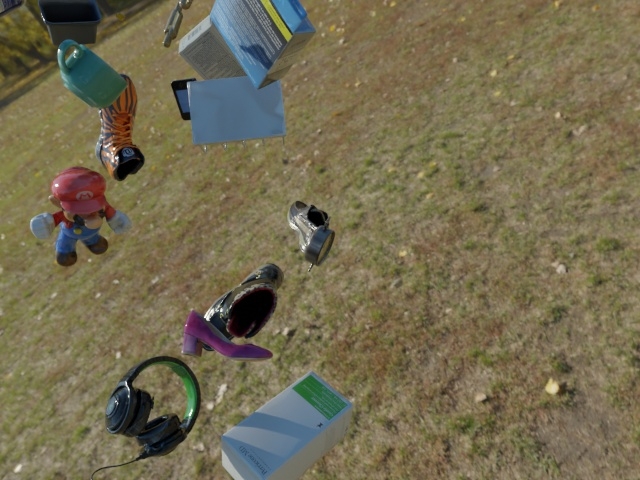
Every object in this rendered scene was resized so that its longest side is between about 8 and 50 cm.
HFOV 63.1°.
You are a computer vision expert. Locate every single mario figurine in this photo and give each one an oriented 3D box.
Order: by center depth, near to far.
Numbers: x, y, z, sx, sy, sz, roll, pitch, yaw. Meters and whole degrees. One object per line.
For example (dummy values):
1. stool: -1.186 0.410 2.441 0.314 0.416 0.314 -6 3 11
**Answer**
1. mario figurine: -0.561 -0.033 1.239 0.320 0.170 0.198 125 167 -52

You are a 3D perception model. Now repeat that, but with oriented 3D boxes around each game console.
1. game console: -0.417 -0.445 1.702 0.124 0.144 0.085 -6 42 3

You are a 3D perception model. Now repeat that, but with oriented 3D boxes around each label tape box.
1. label tape box: -0.135 -0.589 1.335 0.115 0.249 0.347 -34 3 -31

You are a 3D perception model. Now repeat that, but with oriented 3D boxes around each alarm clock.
1. alarm clock: 0.000 0.000 1.692 0.064 0.192 0.129 28 34 11

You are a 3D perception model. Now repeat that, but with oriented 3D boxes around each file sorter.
1. file sorter: -0.251 -0.387 1.634 0.277 0.193 0.173 -6 -4 -2

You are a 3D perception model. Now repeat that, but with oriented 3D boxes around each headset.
1. headset: -0.457 0.491 1.392 0.185 0.243 0.394 -20 30 40

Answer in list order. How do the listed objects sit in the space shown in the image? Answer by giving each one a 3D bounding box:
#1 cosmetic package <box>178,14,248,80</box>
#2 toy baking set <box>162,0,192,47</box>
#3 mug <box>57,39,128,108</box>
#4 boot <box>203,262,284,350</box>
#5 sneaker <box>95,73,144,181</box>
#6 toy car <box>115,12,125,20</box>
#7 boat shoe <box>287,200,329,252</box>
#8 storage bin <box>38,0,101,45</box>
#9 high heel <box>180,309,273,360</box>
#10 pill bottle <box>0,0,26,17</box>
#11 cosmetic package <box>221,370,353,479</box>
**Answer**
1. cosmetic package: -0.350 -0.637 1.902 0.160 0.309 0.113 -31 42 17
2. toy baking set: -0.291 -0.554 1.177 0.196 0.030 0.256 -37 39 37
3. mug: -0.536 -0.375 1.194 0.097 0.157 0.129 -52 31 -5
4. boot: -0.265 0.242 1.673 0.377 0.138 0.284 -42 9 2
5. sneaker: -0.586 -0.322 1.565 0.124 0.321 0.180 -14 47 -37
6. toy car: -0.613 -0.629 1.466 0.040 0.122 0.060 -90 24 -61
7. boat shoe: -0.024 -0.063 1.962 0.130 0.132 0.355 -56 33 20
8. storage bin: -0.637 -0.556 1.329 0.135 0.098 0.091 -15 -20 -29
9. high heel: -0.235 0.244 1.331 0.244 0.082 0.117 2 71 14
10. pill bottle: -0.749 -0.531 1.149 0.094 0.094 0.169 -5 39 38
11. cosmetic package: -0.095 0.582 1.557 0.197 0.155 0.365 31 40 32
